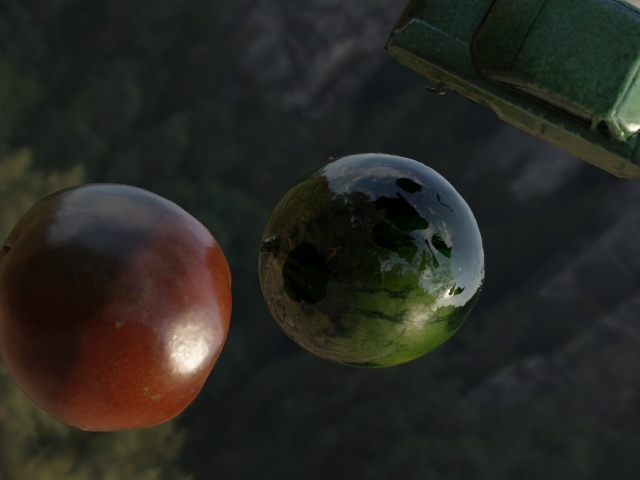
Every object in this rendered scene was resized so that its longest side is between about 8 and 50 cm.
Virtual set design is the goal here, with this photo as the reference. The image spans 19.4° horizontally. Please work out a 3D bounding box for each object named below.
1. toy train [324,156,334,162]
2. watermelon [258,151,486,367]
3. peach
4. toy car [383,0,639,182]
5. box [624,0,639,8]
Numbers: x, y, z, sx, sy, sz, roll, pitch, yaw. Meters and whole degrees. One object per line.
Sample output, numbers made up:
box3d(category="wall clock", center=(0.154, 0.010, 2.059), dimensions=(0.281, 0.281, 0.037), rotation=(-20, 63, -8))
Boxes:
box3d(category="toy train", center=(0.000, 0.000, 2.229), dimensions=(0.091, 0.228, 0.136), rotation=(33, -27, -9))
box3d(category="watermelon", center=(0.054, 0.021, 2.005), dimensions=(0.242, 0.242, 0.242), rotation=(43, 14, -14))
box3d(category="peach", center=(-0.210, 0.061, 1.857), dimensions=(0.252, 0.252, 0.252), rotation=(43, 14, -14))
box3d(category="toy car", center=(0.221, -0.142, 1.575), dimensions=(0.320, 0.141, 0.097), rotation=(28, -12, 7))
box3d(category="box", center=(0.243, -0.320, 1.711), dimensions=(0.106, 0.264, 0.337), rotation=(153, -85, -82))
